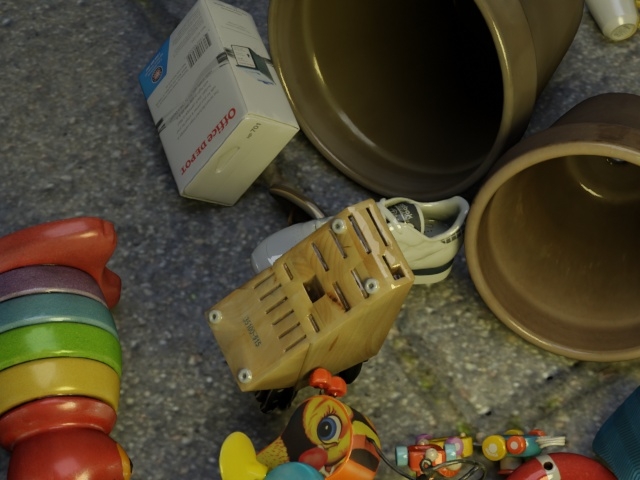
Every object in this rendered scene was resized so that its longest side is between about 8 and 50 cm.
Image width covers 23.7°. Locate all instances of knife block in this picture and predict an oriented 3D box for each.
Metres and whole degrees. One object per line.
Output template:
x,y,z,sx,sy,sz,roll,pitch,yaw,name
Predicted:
0.018,0.072,1.477,0.242,0.275,0.088,0,57,-58,knife block

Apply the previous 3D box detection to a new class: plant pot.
0.299,-0.043,1.601,0.263,0.263,0.229,14,37,10,plant pot
0.151,-0.242,1.723,0.323,0.323,0.280,35,44,23,plant pot

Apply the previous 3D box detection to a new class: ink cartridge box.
-0.118,-0.156,1.724,0.082,0.139,0.191,12,43,-42,ink cartridge box

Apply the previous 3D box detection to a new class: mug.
0.371,-0.284,1.882,0.078,0.062,0.064,-13,62,-2,mug

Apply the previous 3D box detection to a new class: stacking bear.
-0.260,0.149,1.497,0.164,0.175,0.289,-8,61,-9,stacking bear

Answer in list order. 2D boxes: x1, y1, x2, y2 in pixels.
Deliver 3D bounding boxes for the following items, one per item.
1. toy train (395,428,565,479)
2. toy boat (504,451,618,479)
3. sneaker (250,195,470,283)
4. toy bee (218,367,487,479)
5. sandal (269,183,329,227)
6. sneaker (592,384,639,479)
0.150,0.214,1.481,0.166,0.125,0.046,-2,90,-7,toy train
0.247,0.292,1.387,0.151,0.151,0.231,-16,55,-13,toy boat
0.041,-0.003,1.571,0.235,0.095,0.090,-10,61,-22,sneaker
-0.002,0.213,1.420,0.298,0.195,0.162,-17,55,3,toy bee
0.000,0.000,1.667,0.049,0.072,0.180,-44,67,-4,sandal
0.325,0.206,1.456,0.092,0.087,0.229,37,13,-6,sneaker
